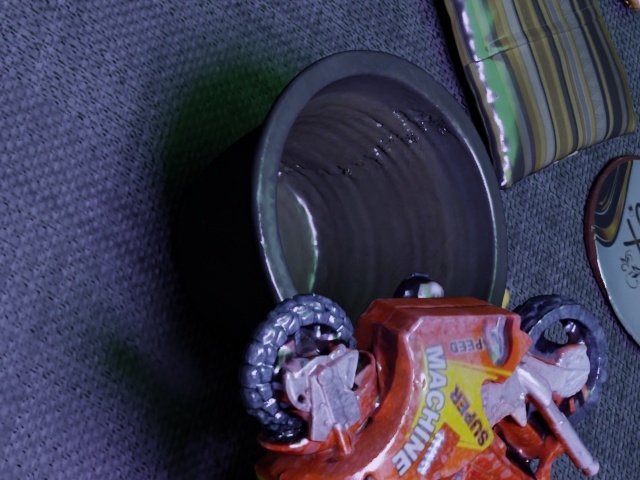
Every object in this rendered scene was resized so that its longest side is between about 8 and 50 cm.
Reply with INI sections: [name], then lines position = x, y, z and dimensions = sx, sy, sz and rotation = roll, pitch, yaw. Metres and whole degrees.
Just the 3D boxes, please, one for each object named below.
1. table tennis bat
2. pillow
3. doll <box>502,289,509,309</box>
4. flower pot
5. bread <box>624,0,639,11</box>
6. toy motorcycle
[table tennis bat]
position = 0.327, 0.060, 1.608
dimensions = 0.301, 0.022, 0.173
rotation = 55, 48, -16
[pillow]
position = 0.183, -0.166, 1.504
dimensions = 0.212, 0.052, 0.208
rotation = -24, 99, -44
[doll]
position = 0.086, 0.167, 1.285
dimensions = 0.141, 0.117, 0.296
rotation = 31, 71, -52
[flower pot]
position = 0.000, 0.000, 1.207
dimensions = 0.235, 0.148, 0.235
rotation = 10, 75, -41
[bread]
position = 0.278, -0.303, 1.636
dimensions = 0.154, 0.054, 0.136
rotation = 50, 50, -30
[toy motorcycle]
position = 0.061, 0.109, 1.087
dimensions = 0.298, 0.089, 0.171
rotation = 2, 96, -41
